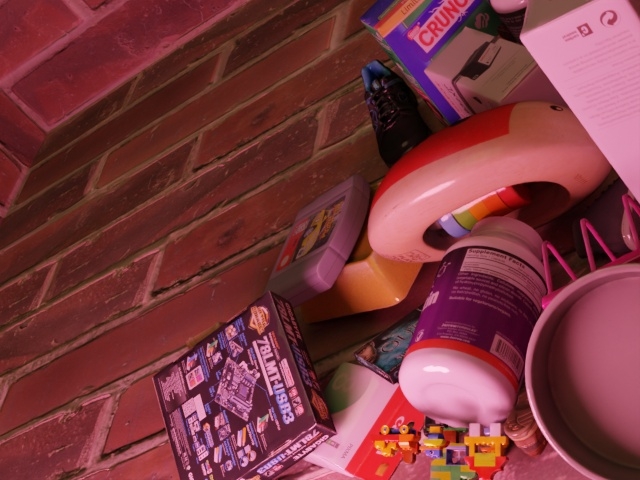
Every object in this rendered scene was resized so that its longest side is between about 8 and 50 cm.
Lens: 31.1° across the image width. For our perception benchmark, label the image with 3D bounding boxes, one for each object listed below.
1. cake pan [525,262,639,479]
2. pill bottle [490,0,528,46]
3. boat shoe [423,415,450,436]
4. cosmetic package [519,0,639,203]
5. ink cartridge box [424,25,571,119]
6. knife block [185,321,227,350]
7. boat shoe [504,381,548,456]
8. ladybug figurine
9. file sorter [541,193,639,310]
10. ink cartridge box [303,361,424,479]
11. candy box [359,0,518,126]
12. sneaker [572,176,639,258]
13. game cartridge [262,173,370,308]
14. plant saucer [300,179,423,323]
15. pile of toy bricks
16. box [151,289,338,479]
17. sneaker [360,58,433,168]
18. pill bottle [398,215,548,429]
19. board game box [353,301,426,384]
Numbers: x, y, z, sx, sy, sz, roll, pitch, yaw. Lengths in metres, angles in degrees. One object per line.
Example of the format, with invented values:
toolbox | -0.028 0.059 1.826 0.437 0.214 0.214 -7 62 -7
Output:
cake pan | 0.410 0.173 1.469 0.293 0.293 0.054 -30 -10 24
pill bottle | 0.434 -0.459 2.247 0.161 0.283 0.161 -32 30 21
boat shoe | 0.187 0.259 1.836 0.038 0.046 0.125 -18 45 30
cosmetic package | 0.485 -0.231 1.683 0.161 0.453 0.230 -21 34 36
ink cartridge box | 0.356 -0.252 2.127 0.129 0.223 0.307 -45 28 -1
knife block | -0.151 0.280 2.225 0.088 0.242 0.275 -29 -14 22
boat shoe | 0.323 0.240 1.668 0.064 0.060 0.178 -19 23 43
ladybug figurine | 0.263 -0.100 1.927 0.449 0.305 0.162 -25 63 27
file sorter | 0.478 0.039 1.598 0.290 0.202 0.182 -30 27 23
ink cartridge box | 0.068 0.302 1.920 0.224 0.056 0.181 3 52 56
candy box | 0.279 -0.420 2.357 0.268 0.317 0.122 -44 28 -1
sneaker | 0.479 -0.071 1.868 0.118 0.083 0.222 -14 40 43
game cartridge | 0.000 0.000 2.227 0.196 0.060 0.294 -27 29 38
plant saucer | 0.102 -0.010 2.221 0.333 0.081 0.333 -18 35 55
pile of toy bricks | 0.186 0.329 1.701 0.212 0.118 0.105 -5 72 27
box | -0.139 0.284 2.003 0.293 0.073 0.295 -37 50 17
sneaker | 0.149 -0.274 2.517 0.125 0.140 0.341 -34 30 13
pill bottle | 0.250 0.121 1.795 0.181 0.181 0.323 -15 39 42
board game box | 0.161 0.166 1.960 0.186 0.026 0.126 -33 25 -17
